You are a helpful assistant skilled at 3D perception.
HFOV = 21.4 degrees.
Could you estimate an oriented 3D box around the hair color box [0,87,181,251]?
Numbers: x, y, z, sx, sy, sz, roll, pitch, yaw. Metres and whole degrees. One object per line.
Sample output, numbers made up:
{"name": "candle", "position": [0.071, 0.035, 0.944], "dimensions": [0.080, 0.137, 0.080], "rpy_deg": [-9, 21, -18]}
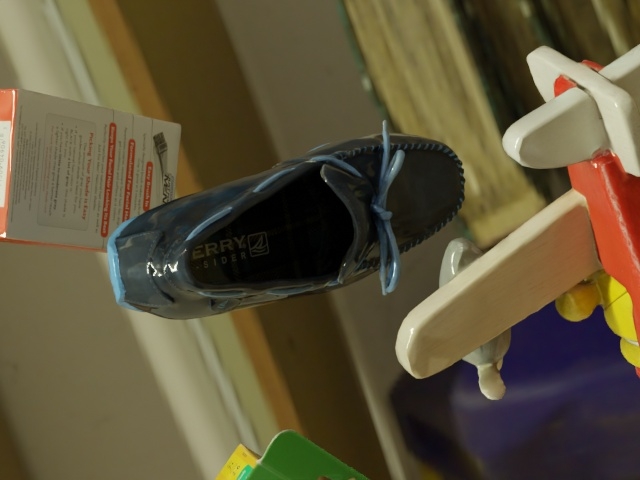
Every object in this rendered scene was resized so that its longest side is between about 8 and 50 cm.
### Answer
{"name": "hair color box", "position": [-0.161, -0.040, 1.087], "dimensions": [0.167, 0.053, 0.093], "rpy_deg": [9, -96, -57]}

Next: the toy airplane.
{"name": "toy airplane", "position": [0.282, -0.015, 1.606], "dimensions": [0.272, 0.386, 0.384], "rpy_deg": [-158, 82, -72]}

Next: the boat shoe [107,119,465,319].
{"name": "boat shoe", "position": [0.000, 0.000, 1.017], "dimensions": [0.089, 0.258, 0.109], "rpy_deg": [-1, 110, 53]}

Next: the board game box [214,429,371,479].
{"name": "board game box", "position": [-0.057, 0.233, 0.957], "dimensions": [0.124, 0.259, 0.039], "rpy_deg": [37, 179, -32]}
